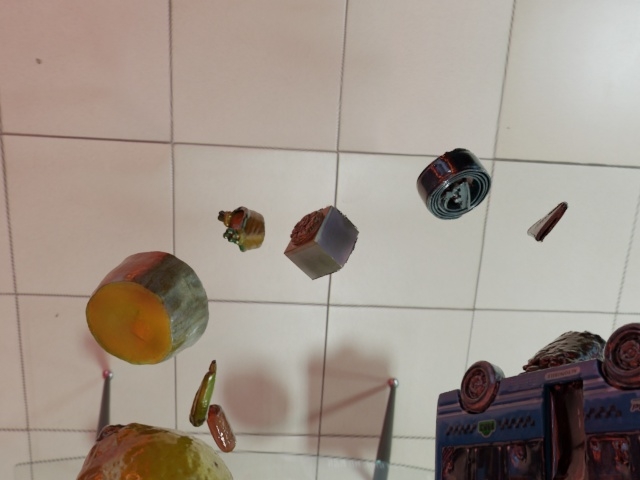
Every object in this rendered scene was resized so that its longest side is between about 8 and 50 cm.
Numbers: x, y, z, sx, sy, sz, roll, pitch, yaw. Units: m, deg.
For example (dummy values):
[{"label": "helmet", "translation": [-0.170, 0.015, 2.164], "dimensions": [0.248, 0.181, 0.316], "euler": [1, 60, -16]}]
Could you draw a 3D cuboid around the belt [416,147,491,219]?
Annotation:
[{"label": "belt", "translation": [0.404, -0.155, 1.650], "dimensions": [0.206, 0.116, 0.267], "euler": [-30, 147, 12]}]

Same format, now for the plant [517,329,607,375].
[{"label": "plant", "translation": [0.438, 0.254, 0.984], "dimensions": [0.194, 0.129, 0.132], "euler": [-32, 90, -28]}]

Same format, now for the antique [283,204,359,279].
[{"label": "antique", "translation": [0.000, 0.000, 1.541], "dimensions": [0.148, 0.152, 0.147], "euler": [42, 141, -20]}]

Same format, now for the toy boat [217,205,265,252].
[{"label": "toy boat", "translation": [-0.168, -0.026, 1.151], "dimensions": [0.088, 0.229, 0.089], "euler": [8, 100, -14]}]

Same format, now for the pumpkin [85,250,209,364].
[{"label": "pumpkin", "translation": [-0.513, 0.208, 1.584], "dimensions": [0.332, 0.199, 0.332], "euler": [7, 109, 19]}]

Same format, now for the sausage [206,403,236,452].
[{"label": "sausage", "translation": [-0.342, 0.642, 1.886], "dimensions": [0.076, 0.076, 0.197], "euler": [-14, 115, 1]}]

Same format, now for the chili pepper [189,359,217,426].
[{"label": "chili pepper", "translation": [-0.240, 0.328, 1.126], "dimensions": [0.043, 0.049, 0.208], "euler": [37, 129, 17]}]

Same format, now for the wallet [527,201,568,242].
[{"label": "wallet", "translation": [0.665, -0.058, 1.608], "dimensions": [0.031, 0.255, 0.137], "euler": [42, 103, 10]}]

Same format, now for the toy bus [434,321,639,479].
[{"label": "toy bus", "translation": [0.198, 0.156, 0.401], "dimensions": [0.113, 0.246, 0.134], "euler": [26, 58, -19]}]

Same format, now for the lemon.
[{"label": "lemon", "translation": [-0.338, 0.544, 1.102], "dimensions": [0.350, 0.350, 0.387], "euler": [-27, 91, 4]}]
